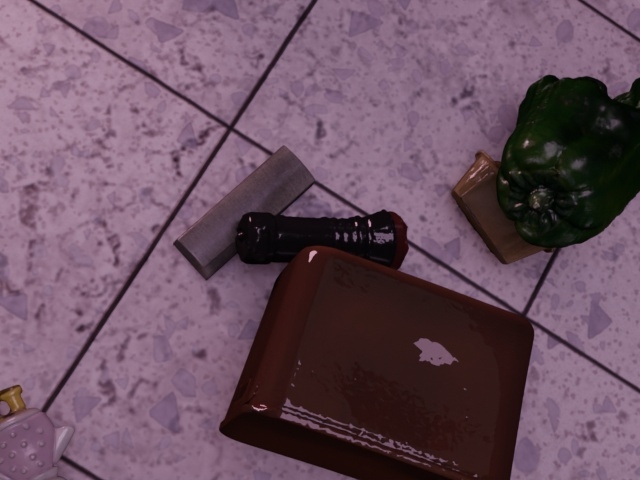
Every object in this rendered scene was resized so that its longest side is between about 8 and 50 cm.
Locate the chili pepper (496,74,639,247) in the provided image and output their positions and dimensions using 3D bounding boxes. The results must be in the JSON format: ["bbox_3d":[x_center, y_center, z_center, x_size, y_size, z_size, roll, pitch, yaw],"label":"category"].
[{"bbox_3d":[0.379,-0.147,1.517,0.213,0.167,0.385,47,45,-2],"label":"chili pepper"}]

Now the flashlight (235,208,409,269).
[{"bbox_3d":[0.000,0.000,1.471,0.232,0.093,0.093,2,77,-21],"label":"flashlight"}]

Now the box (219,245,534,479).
[{"bbox_3d":[0.076,0.177,1.385,0.339,0.239,0.229,20,71,-9],"label":"box"}]

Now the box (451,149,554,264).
[{"bbox_3d":[0.264,-0.046,1.554,0.111,0.111,0.177,-36,88,-19],"label":"box"}]

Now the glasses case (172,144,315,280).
[{"bbox_3d":[-0.103,-0.040,1.490,0.205,0.047,0.071,-43,91,-19],"label":"glasses case"}]

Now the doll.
[{"bbox_3d":[-0.353,0.277,1.337,0.129,0.081,0.207,-26,86,-10],"label":"doll"}]
